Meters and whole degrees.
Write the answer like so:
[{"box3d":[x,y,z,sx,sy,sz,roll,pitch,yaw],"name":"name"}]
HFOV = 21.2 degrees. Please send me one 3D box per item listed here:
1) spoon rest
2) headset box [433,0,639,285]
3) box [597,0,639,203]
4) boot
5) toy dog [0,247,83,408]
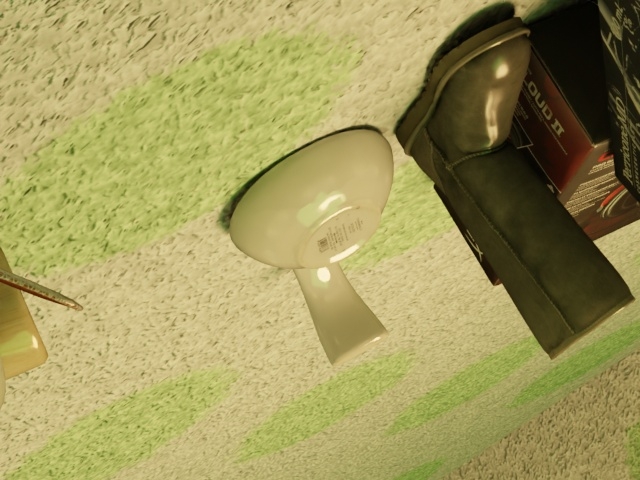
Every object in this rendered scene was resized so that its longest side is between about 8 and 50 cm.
[{"box3d":[0.000,0.000,1.326,0.137,0.084,0.276,-29,151,-10],"name":"spoon rest"},{"box3d":[0.236,-0.102,1.338,0.218,0.110,0.293,-24,163,-21],"name":"headset box"},{"box3d":[0.319,-0.080,1.009,0.179,0.312,0.343,-28,142,-7],"name":"box"},{"box3d":[0.149,-0.033,1.211,0.076,0.208,0.189,-23,163,-22],"name":"boot"},{"box3d":[-0.230,0.068,0.929,0.220,0.161,0.334,-33,164,8],"name":"toy dog"}]
